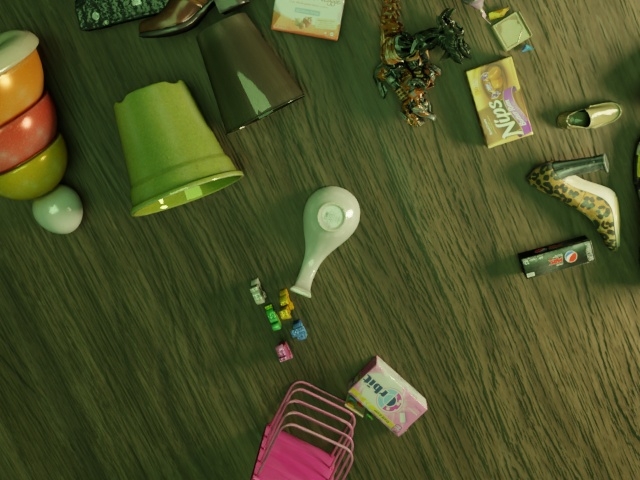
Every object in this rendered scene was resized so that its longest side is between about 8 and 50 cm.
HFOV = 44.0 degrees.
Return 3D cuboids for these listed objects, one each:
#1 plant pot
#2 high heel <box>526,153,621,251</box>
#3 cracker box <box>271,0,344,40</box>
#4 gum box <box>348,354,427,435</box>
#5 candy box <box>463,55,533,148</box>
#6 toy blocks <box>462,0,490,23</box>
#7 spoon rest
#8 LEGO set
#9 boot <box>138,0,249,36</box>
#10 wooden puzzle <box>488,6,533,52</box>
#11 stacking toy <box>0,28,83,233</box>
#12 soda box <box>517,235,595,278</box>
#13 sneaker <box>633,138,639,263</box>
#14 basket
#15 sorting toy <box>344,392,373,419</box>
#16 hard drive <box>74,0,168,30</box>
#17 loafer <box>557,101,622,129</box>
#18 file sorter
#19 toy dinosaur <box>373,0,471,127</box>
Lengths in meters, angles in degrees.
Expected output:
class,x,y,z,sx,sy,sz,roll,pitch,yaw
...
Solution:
class,x,y,z,sx,sy,sz,roll,pitch,yaw
plant pot,-0.347,-0.220,1.822,0.276,0.276,0.254,-20,90,9
high heel,0.603,-0.078,1.876,0.186,0.093,0.261,-8,117,29
cracker box,-0.017,-0.580,1.787,0.155,0.067,0.232,10,104,1
gum box,0.175,0.398,2.018,0.188,0.062,0.107,42,103,-6
candy box,0.410,-0.318,1.828,0.109,0.053,0.187,-17,101,8
toy blocks,0.239,-0.608,1.669,0.309,0.260,0.289,-33,56,10
spoon rest,0.000,0.000,1.936,0.137,0.084,0.276,23,91,-3
LEGO set,-0.097,0.198,1.974,0.087,0.093,0.227,-22,101,9
boot,-0.322,-0.604,1.726,0.264,0.096,0.280,-22,100,9
wooden puzzle,0.435,-0.478,1.807,0.078,0.014,0.116,-23,101,14
stacking toy,-0.715,-0.216,1.856,0.350,0.351,0.480,-20,120,9
soda box,0.565,0.040,1.901,0.168,0.060,0.053,-15,101,9
sneaker,0.807,-0.072,1.811,0.145,0.147,0.385,-9,101,8
basket,-0.174,-0.388,1.809,0.204,0.154,0.227,-25,97,9
sorting toy,0.102,0.427,2.031,0.083,0.062,0.012,33,114,-4
hard drive,-0.412,-0.629,1.807,0.338,0.064,0.237,-11,103,8
loafer,0.622,-0.282,1.822,0.148,0.050,0.056,-14,103,8
file sorter,-0.027,0.494,1.944,0.202,0.291,0.182,26,101,-2
toy dinosaur,0.209,-0.421,1.776,0.218,0.164,0.322,-13,125,24
